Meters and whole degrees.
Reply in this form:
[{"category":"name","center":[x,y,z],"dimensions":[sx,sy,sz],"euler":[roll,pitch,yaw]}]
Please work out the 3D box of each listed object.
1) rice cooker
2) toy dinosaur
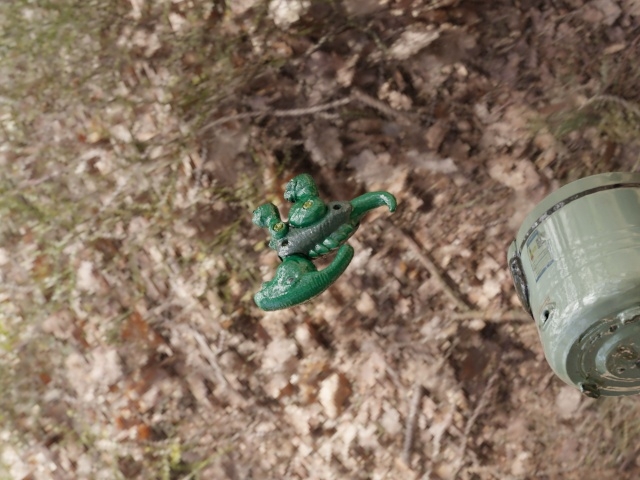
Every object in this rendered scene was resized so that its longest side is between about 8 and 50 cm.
[{"category":"rice cooker","center":[0.346,0.048,1.208],"dimensions":[0.226,0.226,0.244],"euler":[120,151,-42]},{"category":"toy dinosaur","center":[0.000,0.000,0.788],"dimensions":[0.059,0.132,0.096],"euler":[56,-178,-41]}]
